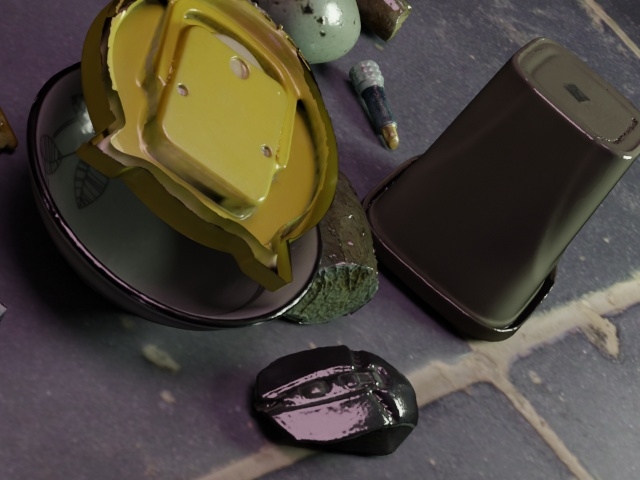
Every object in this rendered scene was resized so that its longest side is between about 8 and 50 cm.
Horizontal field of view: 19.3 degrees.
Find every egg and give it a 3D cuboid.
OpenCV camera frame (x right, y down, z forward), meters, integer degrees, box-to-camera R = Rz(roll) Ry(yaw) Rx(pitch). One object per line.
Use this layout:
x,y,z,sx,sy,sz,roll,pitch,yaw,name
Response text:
-0.022,-0.265,2.129,0.164,0.131,0.131,20,36,-43,egg

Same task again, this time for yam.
-0.001,-0.340,2.298,0.253,0.061,0.061,38,34,2,yam
0.000,0.000,1.868,0.107,0.107,0.183,19,37,-26,yam

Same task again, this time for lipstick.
0.067,-0.155,2.166,0.037,0.037,0.116,7,48,-37,lipstick

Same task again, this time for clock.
-0.106,-0.109,1.732,0.277,0.071,0.293,41,42,-19,clock

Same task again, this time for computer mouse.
0.025,0.145,1.750,0.192,0.062,0.105,3,47,-42,computer mouse

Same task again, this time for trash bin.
0.205,-0.065,1.996,0.220,0.250,0.219,40,28,4,trash bin

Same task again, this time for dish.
-0.154,-0.021,1.747,0.316,0.106,0.316,24,39,-21,dish

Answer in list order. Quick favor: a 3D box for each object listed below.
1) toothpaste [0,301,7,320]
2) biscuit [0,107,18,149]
-0.342,0.025,1.583,0.164,0.034,0.046,40,37,3,toothpaste
-0.397,-0.134,1.737,0.231,0.016,0.139,1,47,-42,biscuit
